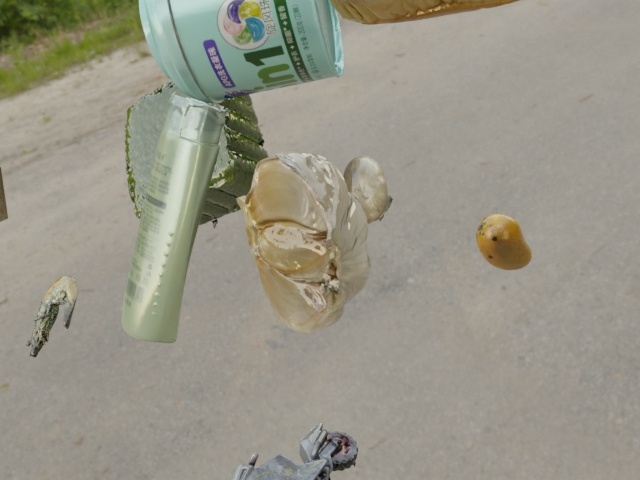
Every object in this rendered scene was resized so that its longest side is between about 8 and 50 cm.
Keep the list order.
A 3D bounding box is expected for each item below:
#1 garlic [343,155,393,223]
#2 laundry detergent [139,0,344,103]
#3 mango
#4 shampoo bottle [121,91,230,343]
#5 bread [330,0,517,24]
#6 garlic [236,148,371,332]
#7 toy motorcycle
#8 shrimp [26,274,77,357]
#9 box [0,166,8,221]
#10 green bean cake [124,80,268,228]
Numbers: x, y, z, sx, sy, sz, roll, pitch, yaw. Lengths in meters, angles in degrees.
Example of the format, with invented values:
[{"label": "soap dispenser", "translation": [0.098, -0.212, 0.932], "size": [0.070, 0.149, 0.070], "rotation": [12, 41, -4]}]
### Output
[{"label": "garlic", "translation": [0.060, -0.087, 0.951], "size": [0.084, 0.066, 0.152], "rotation": [-21, 50, 36]}, {"label": "laundry detergent", "translation": [-0.136, -0.398, 1.102], "size": [0.305, 0.287, 0.287], "rotation": [-9, 35, 11]}, {"label": "mango", "translation": [0.462, 0.010, 1.602], "size": [0.115, 0.178, 0.090], "rotation": [-29, 32, 11]}, {"label": "shampoo bottle", "translation": [-0.128, -0.017, 0.548], "size": [0.049, 0.213, 0.072], "rotation": [8, 15, -35]}, {"label": "bread", "translation": [0.138, -0.357, 0.770], "size": [0.288, 0.153, 0.119], "rotation": [-1, 0, 26]}, {"label": "garlic", "translation": [0.000, 0.000, 0.793], "size": [0.142, 0.230, 0.178], "rotation": [-12, 22, -38]}, {"label": "toy motorcycle", "translation": [-0.043, 0.332, 0.895], "size": [0.122, 0.080, 0.215], "rotation": [23, 32, 29]}, {"label": "shrimp", "translation": [-0.666, 0.189, 1.584], "size": [0.150, 0.051, 0.217], "rotation": [-1, 66, 39]}, {"label": "box", "translation": [-0.489, -0.064, 0.926], "size": [0.053, 0.024, 0.083], "rotation": [-20, 74, 20]}, {"label": "green bean cake", "translation": [-0.287, -0.204, 1.502], "size": [0.319, 0.335, 0.218], "rotation": [-18, -14, 27]}]
